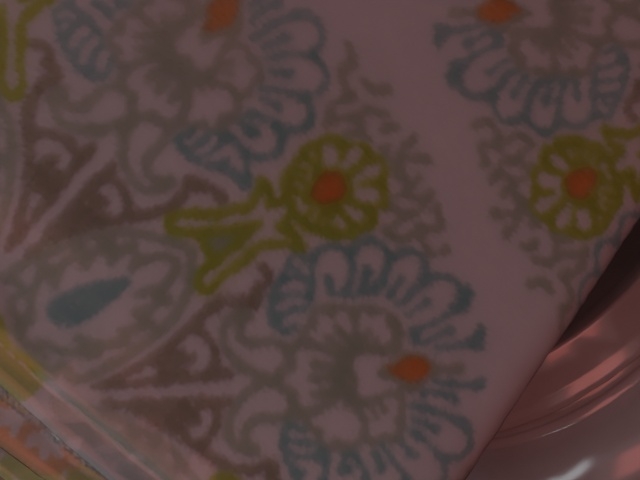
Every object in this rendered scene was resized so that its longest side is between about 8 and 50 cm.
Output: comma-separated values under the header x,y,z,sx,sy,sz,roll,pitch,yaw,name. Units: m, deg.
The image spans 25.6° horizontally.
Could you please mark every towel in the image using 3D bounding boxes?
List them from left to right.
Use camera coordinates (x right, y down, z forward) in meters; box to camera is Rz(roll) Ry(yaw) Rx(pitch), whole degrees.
x,y,z,sx,sy,sz,roll,pitch,yaw,name
-0.028,-0.061,0.576,0.320,0.090,0.374,39,75,-11,towel

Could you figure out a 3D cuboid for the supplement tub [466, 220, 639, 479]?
x,y,z,sx,sy,sz,roll,pitch,yaw,name
0.183,0.130,0.805,0.228,0.228,0.316,-36,112,-2,supplement tub
